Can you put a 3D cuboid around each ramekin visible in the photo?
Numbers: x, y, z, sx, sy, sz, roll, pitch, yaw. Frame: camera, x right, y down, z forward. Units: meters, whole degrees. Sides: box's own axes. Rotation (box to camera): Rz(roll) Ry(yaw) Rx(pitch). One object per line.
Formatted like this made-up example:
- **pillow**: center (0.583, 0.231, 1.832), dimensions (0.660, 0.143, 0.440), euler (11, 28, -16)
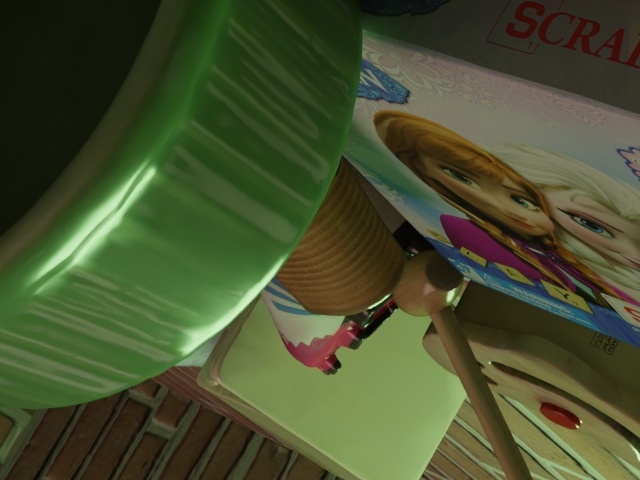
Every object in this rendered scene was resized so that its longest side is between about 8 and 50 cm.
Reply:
- **ramekin**: center (-0.131, -0.078, 0.728), dimensions (0.303, 0.303, 0.148), euler (23, 173, 36)

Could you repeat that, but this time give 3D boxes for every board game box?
- **board game box**: center (0.131, -0.029, 0.833), dimensions (0.318, 0.066, 0.318), euler (22, 166, 41)

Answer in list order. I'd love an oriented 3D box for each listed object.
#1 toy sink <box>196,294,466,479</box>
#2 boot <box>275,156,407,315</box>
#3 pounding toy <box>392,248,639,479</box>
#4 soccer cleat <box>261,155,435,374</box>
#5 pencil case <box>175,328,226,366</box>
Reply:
- **toy sink**: center (-0.003, 0.095, 1.540), dimensions (0.234, 0.153, 0.131), euler (36, 168, -32)
- **boot**: center (-0.109, -0.047, 0.939), dimensions (0.295, 0.104, 0.211), euler (-3, 138, 45)
- **pounding toy**: center (0.139, 0.096, 1.141), dimensions (0.269, 0.155, 0.154), euler (33, 165, -14)
- **soccer cleat**: center (0.000, 0.000, 1.267), dimensions (0.143, 0.116, 0.331), euler (46, 169, 7)
- **pencil case**: center (-0.128, 0.049, 1.591), dimensions (0.273, 0.124, 0.113), euler (16, -137, -60)
